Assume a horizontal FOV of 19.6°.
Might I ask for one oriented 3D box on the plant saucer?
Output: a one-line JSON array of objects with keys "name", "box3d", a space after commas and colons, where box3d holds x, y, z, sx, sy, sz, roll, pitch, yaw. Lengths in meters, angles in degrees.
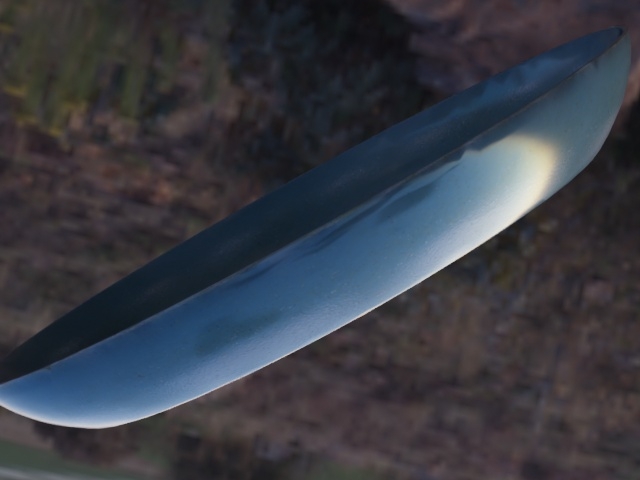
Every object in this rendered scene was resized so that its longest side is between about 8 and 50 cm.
[{"name": "plant saucer", "box3d": [0.000, 0.000, 0.806, 0.317, 0.044, 0.317, -28, -175, 3]}]
